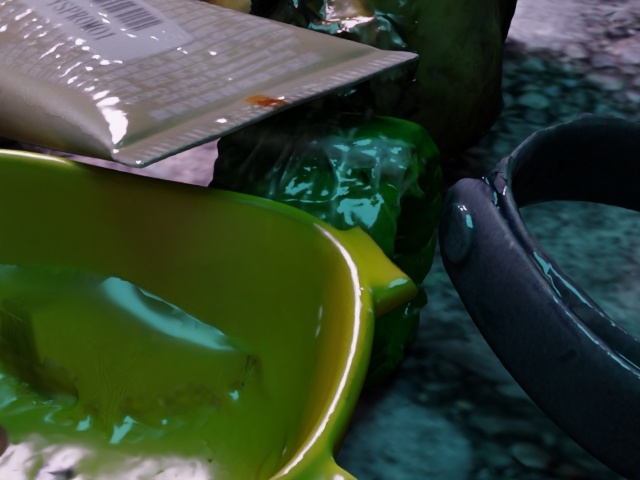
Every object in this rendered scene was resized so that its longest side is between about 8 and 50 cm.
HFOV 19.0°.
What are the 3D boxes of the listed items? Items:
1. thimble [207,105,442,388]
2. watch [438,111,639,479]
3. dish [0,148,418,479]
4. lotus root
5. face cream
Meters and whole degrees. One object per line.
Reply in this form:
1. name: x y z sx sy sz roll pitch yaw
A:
1. thimble: 0.000 0.000 0.802 0.090 0.130 0.118 12 61 10
2. watch: 0.159 0.031 0.798 0.193 0.068 0.206 -2 43 -23
3. dish: -0.103 0.071 0.694 0.262 0.108 0.221 6 36 8
4. lotus root: 0.027 -0.130 0.976 0.152 0.160 0.275 -10 26 24
5. face cream: -0.115 -0.080 0.858 0.137 0.084 0.341 -23 23 -32
